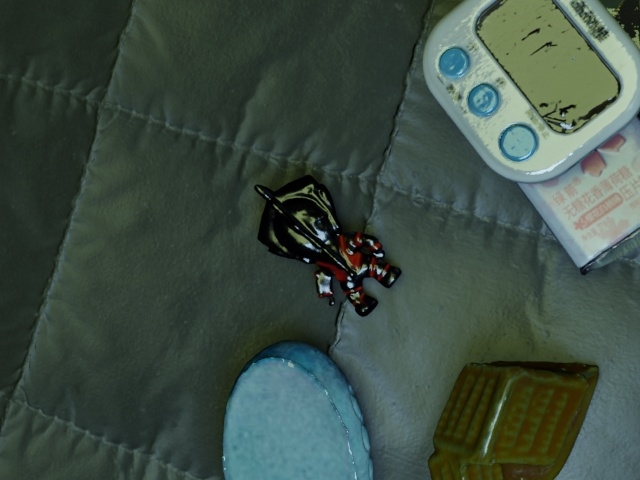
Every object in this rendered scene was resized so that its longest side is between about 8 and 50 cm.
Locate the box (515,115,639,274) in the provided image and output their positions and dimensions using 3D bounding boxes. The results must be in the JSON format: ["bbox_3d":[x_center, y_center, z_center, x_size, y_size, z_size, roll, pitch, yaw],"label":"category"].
[{"bbox_3d":[0.333,-0.147,1.425,0.190,0.112,0.370,-37,77,11],"label":"box"}]

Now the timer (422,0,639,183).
[{"bbox_3d":[0.276,-0.216,1.345,0.237,0.087,0.262,-38,79,11],"label":"timer"}]

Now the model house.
[{"bbox_3d":[0.238,0.261,1.348,0.173,0.239,0.268,21,89,16],"label":"model house"}]

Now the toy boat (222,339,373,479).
[{"bbox_3d":[-0.025,0.304,1.501,0.215,0.123,0.330,-11,93,22],"label":"toy boat"}]

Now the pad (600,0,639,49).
[{"bbox_3d":[0.336,-0.332,1.499,0.243,0.004,0.164,-4,84,16],"label":"pad"}]

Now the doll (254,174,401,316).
[{"bbox_3d":[-0.001,0.001,1.526,0.248,0.088,0.127,37,75,6],"label":"doll"}]
